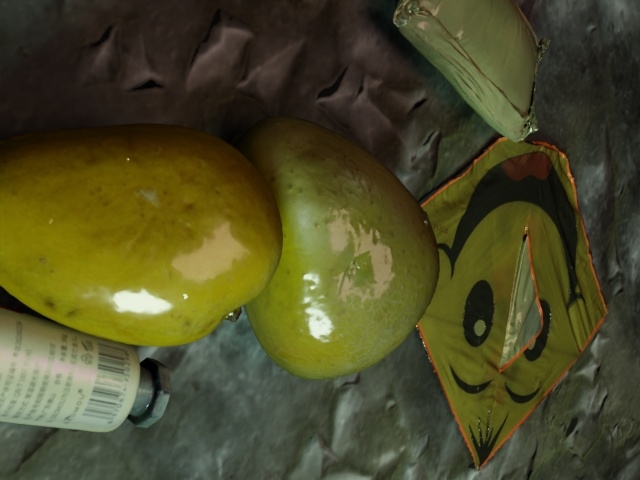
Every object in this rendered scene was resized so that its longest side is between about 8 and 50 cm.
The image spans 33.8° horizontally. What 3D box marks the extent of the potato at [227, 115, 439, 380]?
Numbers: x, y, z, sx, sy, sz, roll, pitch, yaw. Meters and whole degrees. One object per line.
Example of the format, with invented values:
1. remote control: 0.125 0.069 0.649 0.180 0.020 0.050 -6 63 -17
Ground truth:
1. potato: 0.000 0.000 0.753 0.157 0.157 0.194 -41 105 -33

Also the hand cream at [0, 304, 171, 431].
1. hand cream: -0.211 0.065 0.608 0.276 0.059 0.095 20 78 -39

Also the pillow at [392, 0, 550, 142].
1. pillow: 0.133 -0.181 0.912 0.208 0.053 0.119 38 65 -40

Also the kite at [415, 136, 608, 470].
1. kite: 0.180 0.059 1.015 0.377 0.013 0.328 15 85 -45

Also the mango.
1. mango: -0.119 -0.009 0.640 0.195 0.098 0.137 17 78 -12
